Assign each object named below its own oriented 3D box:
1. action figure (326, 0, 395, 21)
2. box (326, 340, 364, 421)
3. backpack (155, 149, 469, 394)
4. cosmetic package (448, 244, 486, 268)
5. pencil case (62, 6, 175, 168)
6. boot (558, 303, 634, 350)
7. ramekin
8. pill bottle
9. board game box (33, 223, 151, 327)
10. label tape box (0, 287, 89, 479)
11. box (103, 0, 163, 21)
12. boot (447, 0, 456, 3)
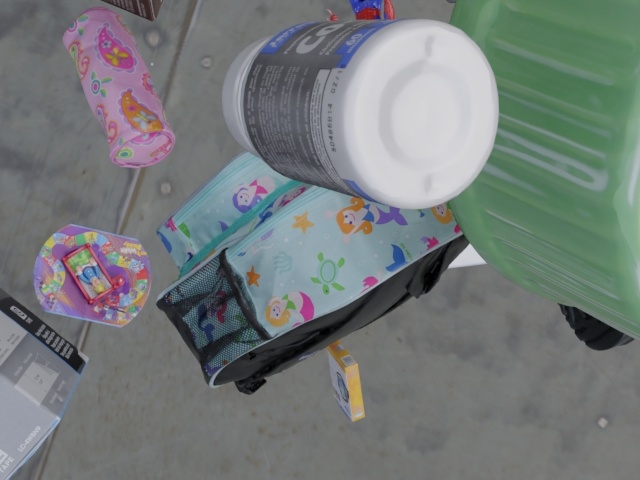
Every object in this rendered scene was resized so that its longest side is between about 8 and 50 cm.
[{"bbox_3d":[0.064,-0.390,1.518,0.091,0.139,0.281,-11,67,13],"label":"action figure"},{"bbox_3d":[0.044,0.248,1.688,0.028,0.081,0.136,-20,124,-15],"label":"box"},{"bbox_3d":[0.000,0.000,0.840,0.225,0.253,0.191,-26,89,-45],"label":"backpack"},{"bbox_3d":[0.083,-0.036,1.330,0.224,0.224,0.138,-6,100,-23],"label":"cosmetic package"},{"bbox_3d":[-0.350,-0.262,1.676,0.124,0.124,0.284,-25,70,-5],"label":"pencil case"},{"bbox_3d":[0.268,-0.034,0.869,0.207,0.094,0.247,-15,69,-33],"label":"boot"},{"bbox_3d":[0.230,-0.075,0.541,0.303,0.148,0.304,-10,116,-22],"label":"ramekin"},{"bbox_3d":[0.010,-0.062,0.446,0.078,0.137,0.078,-6,103,-28],"label":"pill bottle"},{"bbox_3d":[-0.327,0.049,1.409,0.168,0.033,0.133,14,81,-15],"label":"board game box"},{"bbox_3d":[-0.464,0.110,1.190,0.347,0.249,0.115,43,93,-10],"label":"label tape box"},{"bbox_3d":[-0.391,-0.505,1.484,0.381,0.143,0.191,24,75,1],"label":"box"},{"bbox_3d":[0.243,-0.492,1.335,0.366,0.445,0.146,15,137,-21],"label":"boot"}]
